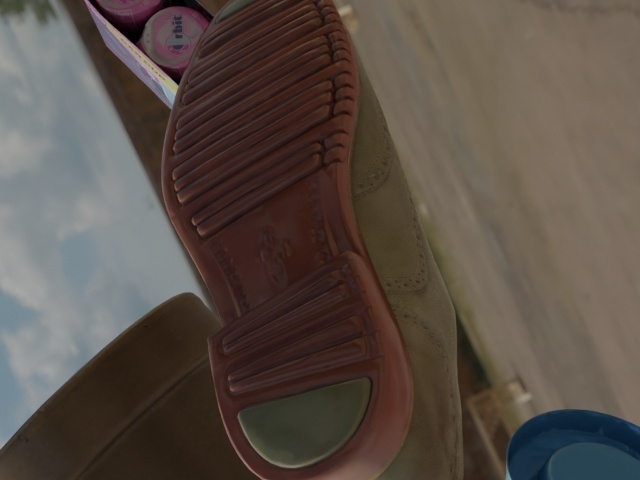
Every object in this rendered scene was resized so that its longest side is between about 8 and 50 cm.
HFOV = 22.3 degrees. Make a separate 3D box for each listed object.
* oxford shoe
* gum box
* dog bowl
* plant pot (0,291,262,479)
[{"bbox_3d":[0.000,0.000,1.009,0.146,0.140,0.397,39,-145,-45],"label":"oxford shoe"},{"bbox_3d":[-0.100,-0.138,1.263,0.188,0.062,0.107,44,172,14],"label":"gum box"},{"bbox_3d":[0.279,0.253,1.327,0.297,0.166,0.074,31,128,21],"label":"dog bowl"},{"bbox_3d":[-0.120,0.211,1.297,0.229,0.263,0.263,46,180,6],"label":"plant pot"}]
